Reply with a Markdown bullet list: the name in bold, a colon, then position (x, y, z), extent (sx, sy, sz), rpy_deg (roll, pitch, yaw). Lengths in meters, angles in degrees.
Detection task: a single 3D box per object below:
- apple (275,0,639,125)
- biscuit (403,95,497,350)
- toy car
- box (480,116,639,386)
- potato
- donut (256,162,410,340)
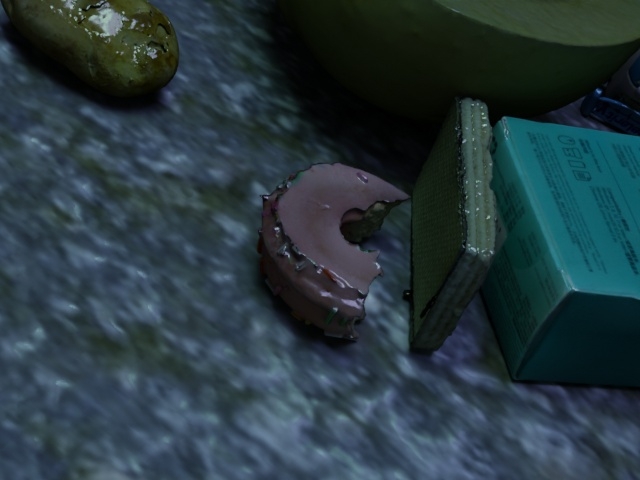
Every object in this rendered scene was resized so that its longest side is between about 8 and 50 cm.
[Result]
- **apple**: position (0.138, -0.261, 1.114), extent (0.360, 0.311, 0.320), rpy_deg (6, 85, -28)
- **biscuit**: position (0.105, -0.016, 0.959), extent (0.040, 0.121, 0.199), rpy_deg (17, 41, -9)
- **toy car**: position (0.353, -0.179, 1.225), extent (0.126, 0.161, 0.098), rpy_deg (31, 52, 6)
- **box**: position (0.290, 0.018, 1.013), extent (0.311, 0.118, 0.205), rpy_deg (5, 47, -20)
- **potato**: position (-0.198, -0.188, 1.033), extent (0.170, 0.080, 0.107), rpy_deg (33, 30, 13)
- **donut**: position (0.000, 0.000, 0.937), extent (0.117, 0.065, 0.166), rpy_deg (25, 40, -1)
